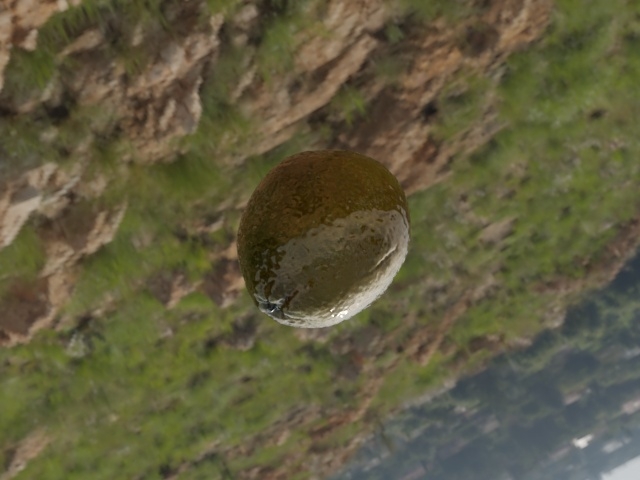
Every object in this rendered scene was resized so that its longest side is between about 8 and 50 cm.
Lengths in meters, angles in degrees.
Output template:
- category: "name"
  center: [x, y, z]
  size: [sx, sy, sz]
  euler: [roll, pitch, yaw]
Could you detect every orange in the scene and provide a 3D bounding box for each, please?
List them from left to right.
- category: "orange"
  center: [0.000, 0.000, 0.502]
  size: [0.095, 0.085, 0.085]
  euler: [-48, 175, -33]
